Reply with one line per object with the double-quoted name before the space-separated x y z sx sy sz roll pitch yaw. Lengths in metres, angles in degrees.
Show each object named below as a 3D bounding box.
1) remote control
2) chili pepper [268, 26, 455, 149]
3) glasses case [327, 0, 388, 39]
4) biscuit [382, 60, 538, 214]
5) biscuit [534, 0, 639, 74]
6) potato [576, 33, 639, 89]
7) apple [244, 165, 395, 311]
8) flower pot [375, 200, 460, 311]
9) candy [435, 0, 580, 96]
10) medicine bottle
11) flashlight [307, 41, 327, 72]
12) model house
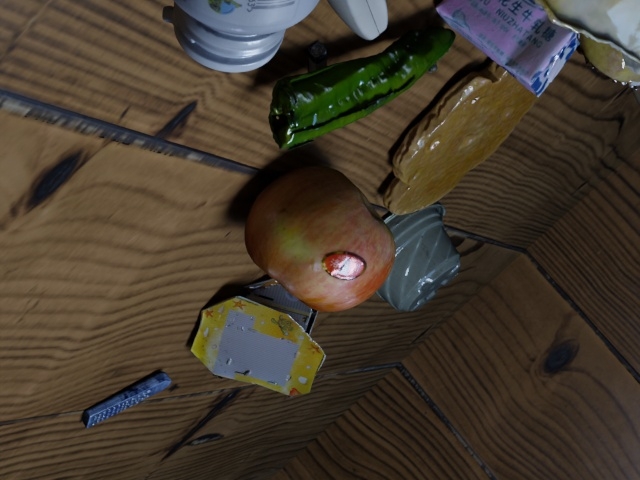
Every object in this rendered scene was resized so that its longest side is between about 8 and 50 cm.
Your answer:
"remote control" -0.303 0.248 1.749 0.152 0.027 0.043 -27 165 -33
"chili pepper" 0.068 -0.191 1.295 0.359 0.076 0.085 -30 132 -46
"glasses case" 0.023 -0.252 1.053 0.051 0.081 0.204 -38 165 2
"biscuit" 0.221 -0.179 1.728 0.269 0.051 0.376 -16 151 -49
"biscuit" 0.442 -0.378 1.285 0.429 0.104 0.446 11 107 -31
"potato" 0.438 -0.373 1.453 0.229 0.229 0.266 -33 154 -21
"apple" 0.000 0.000 1.455 0.164 0.209 0.209 -40 164 6
"flower pot" 0.161 0.038 2.016 0.235 0.140 0.235 -38 165 -11
"candy" 0.229 -0.260 1.345 0.092 0.160 0.073 -49 166 6
"medicine bottle" -0.055 -0.229 0.843 0.135 0.135 0.215 -31 162 -28
"flashlight" -0.003 -0.194 1.254 0.018 0.018 0.083 -37 163 -11
"model house" -0.083 0.121 1.767 0.219 0.207 0.136 106 0 -47
